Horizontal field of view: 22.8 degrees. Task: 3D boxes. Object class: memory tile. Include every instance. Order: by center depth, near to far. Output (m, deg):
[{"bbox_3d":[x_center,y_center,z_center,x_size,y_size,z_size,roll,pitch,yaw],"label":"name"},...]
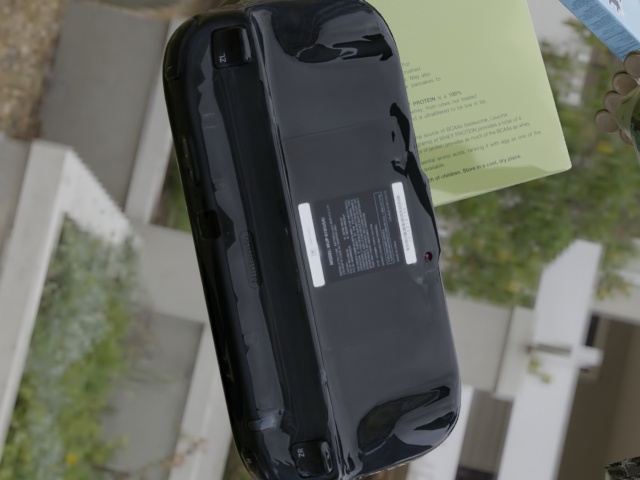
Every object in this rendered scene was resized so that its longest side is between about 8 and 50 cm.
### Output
[{"bbox_3d":[0.406,-0.166,1.964,0.012,0.113,0.148,-58,172,-35],"label":"memory tile"}]

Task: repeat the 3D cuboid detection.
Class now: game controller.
[{"bbox_3d":[0.000,0.000,1.032,0.067,0.166,0.319,-3,-81,56],"label":"game controller"}]

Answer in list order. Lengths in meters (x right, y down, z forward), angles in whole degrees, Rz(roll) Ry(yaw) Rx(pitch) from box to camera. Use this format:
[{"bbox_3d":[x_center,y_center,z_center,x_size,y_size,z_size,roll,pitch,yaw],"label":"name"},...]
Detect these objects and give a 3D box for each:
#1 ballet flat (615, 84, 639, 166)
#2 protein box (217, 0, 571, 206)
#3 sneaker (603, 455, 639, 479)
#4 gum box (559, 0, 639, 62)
[{"bbox_3d":[0.235,-0.058,1.049,0.079,0.077,0.221,50,-9,38],"label":"ballet flat"},{"bbox_3d":[0.054,-0.121,1.222,0.136,0.199,0.201,166,-92,-70],"label":"protein box"},{"bbox_3d":[0.310,0.251,1.446,0.271,0.100,0.108,-15,87,-64],"label":"sneaker"},{"bbox_3d":[0.341,-0.322,1.941,0.041,0.184,0.157,-25,-134,33],"label":"gum box"}]
